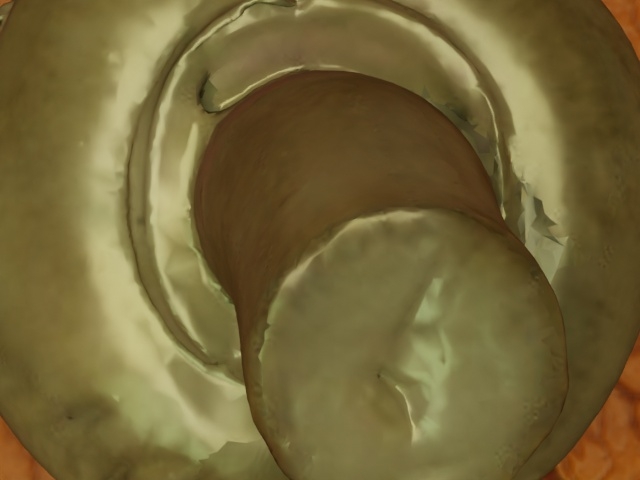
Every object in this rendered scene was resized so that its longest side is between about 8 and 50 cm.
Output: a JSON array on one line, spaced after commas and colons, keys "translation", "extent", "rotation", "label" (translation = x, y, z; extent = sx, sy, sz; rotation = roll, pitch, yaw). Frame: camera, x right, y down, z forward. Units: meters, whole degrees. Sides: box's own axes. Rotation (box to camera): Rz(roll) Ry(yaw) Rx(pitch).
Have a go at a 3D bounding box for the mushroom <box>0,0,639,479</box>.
[{"translation": [0.009, 0.007, 0.748], "extent": [0.315, 0.315, 0.356], "rotation": [-32, 54, -4], "label": "mushroom"}]
